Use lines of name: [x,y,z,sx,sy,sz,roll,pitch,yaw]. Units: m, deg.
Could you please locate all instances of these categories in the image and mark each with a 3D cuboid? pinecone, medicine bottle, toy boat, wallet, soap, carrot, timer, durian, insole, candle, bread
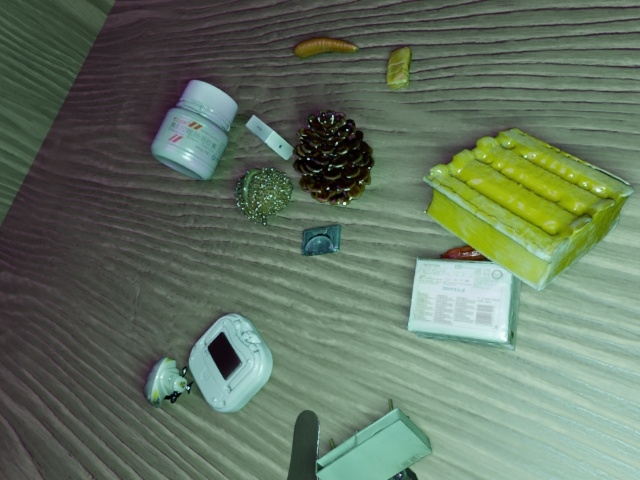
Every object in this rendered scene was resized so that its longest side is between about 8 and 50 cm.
pinecone: [0.034,-0.248,1.385,0.246,0.292,0.247,-4,58,6]
medicine bottle: [-0.450,-0.398,1.769,0.241,0.241,0.302,18,81,36]
toy boat: [-0.462,0.432,1.462,0.269,0.140,0.141,142,133,-57]
wallet: [0.000,0.000,1.457,0.129,0.026,0.089,-8,66,30]
soap: [0.445,-0.090,1.079,0.293,0.156,0.335,-31,49,-23]
carrot: [0.017,-0.685,1.713,0.271,0.062,0.066,4,40,29]
timer: [-0.274,0.358,1.444,0.237,0.087,0.262,-48,53,6]
durian: [-0.182,-0.140,1.566,0.196,0.166,0.196,-5,83,52]
insole: [-0.042,0.608,1.246,0.111,0.007,0.328,-9,66,28]
candle: [0.375,0.035,1.195,0.162,0.048,0.053,-15,93,25]
bread: [0.244,-0.534,1.507,0.074,0.053,0.132,-1,69,32]

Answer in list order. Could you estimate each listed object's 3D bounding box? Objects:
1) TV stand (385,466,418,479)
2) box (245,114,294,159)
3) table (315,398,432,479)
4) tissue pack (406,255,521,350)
TV stand: [0.118,0.617,1.110,0.256,0.049,0.040,-47,16,9]
box: [-0.169,-0.346,1.640,0.051,0.129,0.130,-51,53,4]
table: [0.117,0.474,1.125,0.240,0.122,0.111,-38,17,13]
tissue pack: [0.334,0.142,1.127,0.225,0.124,0.185,2,71,31]
